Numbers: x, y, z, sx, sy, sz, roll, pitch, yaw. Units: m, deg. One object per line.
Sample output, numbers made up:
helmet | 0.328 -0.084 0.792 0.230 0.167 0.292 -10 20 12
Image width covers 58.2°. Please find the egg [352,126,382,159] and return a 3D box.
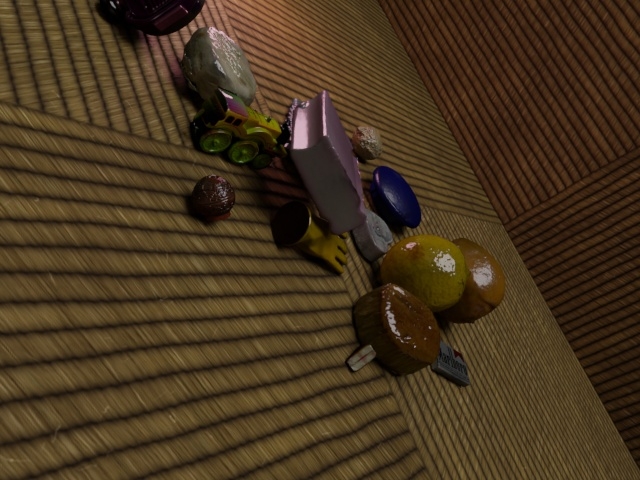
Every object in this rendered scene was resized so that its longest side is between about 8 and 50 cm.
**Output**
egg | 0.178 -0.373 2.191 0.140 0.116 0.118 51 0 -9

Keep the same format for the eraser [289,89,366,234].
eraser | 0.021 -0.223 1.573 0.359 0.122 0.272 -93 157 -57

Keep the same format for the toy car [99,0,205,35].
toy car | -0.427 -0.678 1.484 0.341 0.271 0.240 64 9 9

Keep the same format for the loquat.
loquat | 0.476 0.140 1.955 0.284 0.276 0.276 60 29 6

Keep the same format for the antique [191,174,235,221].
antique | -0.240 -0.098 1.285 0.104 0.104 0.104 37 34 -30

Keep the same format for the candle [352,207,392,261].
candle | 0.159 -0.027 1.852 0.169 0.068 0.192 52 25 -9

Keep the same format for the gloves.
gloves | 0.000 0.001 1.576 0.294 0.116 0.133 31 64 -53

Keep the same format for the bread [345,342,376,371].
bread | 0.112 0.290 1.461 0.043 0.062 0.109 56 25 3

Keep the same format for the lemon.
lemon | 0.319 0.103 1.763 0.267 0.267 0.267 37 34 -30

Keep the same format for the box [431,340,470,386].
box | 0.405 0.386 1.832 0.177 0.035 0.115 34 35 -34

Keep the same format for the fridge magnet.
fridge magnet | 0.277 -0.155 2.119 0.265 0.112 0.266 37 34 -30

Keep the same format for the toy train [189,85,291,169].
toy train | -0.194 -0.280 1.487 0.296 0.160 0.101 12 44 -52

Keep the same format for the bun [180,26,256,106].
bun | -0.280 -0.449 1.548 0.239 0.141 0.239 45 28 -32

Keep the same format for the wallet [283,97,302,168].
wallet | -0.018 -0.321 1.888 0.237 0.075 0.342 38 33 -23

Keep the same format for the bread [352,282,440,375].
bread | 0.214 0.240 1.589 0.253 0.142 0.228 42 39 -27
